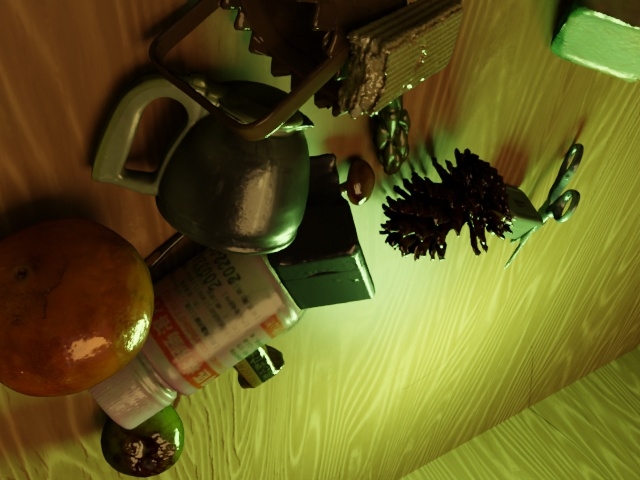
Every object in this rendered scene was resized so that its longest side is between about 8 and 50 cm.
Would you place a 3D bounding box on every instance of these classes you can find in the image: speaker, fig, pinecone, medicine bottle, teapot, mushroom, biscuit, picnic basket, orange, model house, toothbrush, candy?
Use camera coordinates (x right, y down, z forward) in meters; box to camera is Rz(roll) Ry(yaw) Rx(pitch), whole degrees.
[{"bbox_3d":[0.000,0.000,1.524,0.180,0.184,0.388,-9,158,5],"label":"speaker"},{"bbox_3d":[-0.388,0.434,1.681,0.181,0.181,0.191,-39,170,3],"label":"fig"},{"bbox_3d":[0.265,-0.059,1.624,0.292,0.246,0.246,-25,149,15],"label":"pinecone"},{"bbox_3d":[-0.254,0.167,1.430,0.388,0.219,0.219,-33,146,-5],"label":"medicine bottle"},{"bbox_3d":[-0.159,-0.148,1.190,0.239,0.322,0.239,-53,166,-59],"label":"teapot"},{"bbox_3d":[0.067,-0.102,1.534,0.129,0.073,0.088,-51,-179,26],"label":"mushroom"},{"bbox_3d":[0.112,-0.251,1.007,0.239,0.062,0.108,-38,148,-42],"label":"biscuit"},{"bbox_3d":[-0.056,-0.299,1.013,0.321,0.254,0.291,-44,150,-8],"label":"picnic basket"},{"bbox_3d":[-0.401,0.096,1.154,0.284,0.284,0.226,-30,152,-10],"label":"orange"},{"bbox_3d":[0.625,-0.493,1.465,0.312,0.245,0.280,28,84,-81],"label":"model house"},{"bbox_3d":[-0.315,0.044,1.401,0.321,0.023,0.031,-38,144,1],"label":"toothbrush"},{"bbox_3d":[-0.171,0.241,1.708,0.143,0.101,0.271,-30,140,-2],"label":"candy"}]

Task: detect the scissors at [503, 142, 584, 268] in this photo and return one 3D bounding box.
[{"bbox_3d":[0.584,-0.061,1.994,0.029,0.256,0.383,23,138,-3],"label":"scissors"}]

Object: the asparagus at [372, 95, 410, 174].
[{"bbox_3d":[0.137,-0.220,1.453,0.080,0.080,0.287,-27,146,-15],"label":"asparagus"}]

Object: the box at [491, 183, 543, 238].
[{"bbox_3d":[0.470,-0.070,1.904,0.172,0.124,0.093,9,136,-47],"label":"box"}]
